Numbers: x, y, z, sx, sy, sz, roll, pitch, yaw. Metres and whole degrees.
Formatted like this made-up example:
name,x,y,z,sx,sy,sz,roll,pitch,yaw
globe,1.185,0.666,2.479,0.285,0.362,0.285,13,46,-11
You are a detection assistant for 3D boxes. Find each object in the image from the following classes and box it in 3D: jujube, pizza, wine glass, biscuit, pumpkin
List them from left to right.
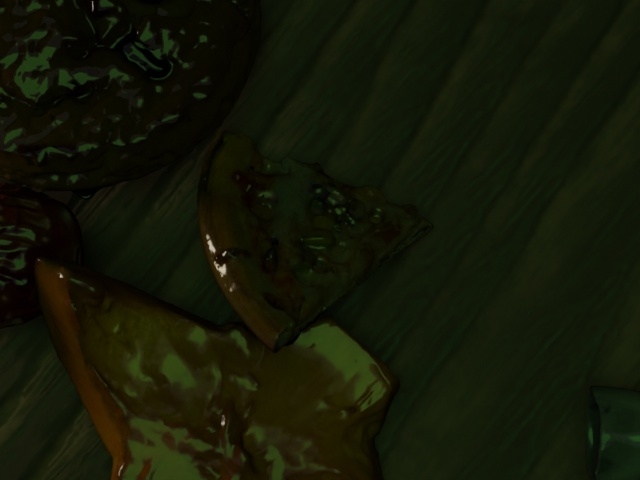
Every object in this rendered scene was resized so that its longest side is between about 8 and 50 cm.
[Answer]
name,x,y,z,sx,sy,sz,roll,pitch,yaw
jujube,-0.259,0.014,1.125,0.176,0.109,0.112,-9,108,-8
biscuit,-0.182,-0.178,1.132,0.296,0.075,0.296,1,75,-3
pumpkin,-0.063,0.151,1.104,0.258,0.095,0.290,-3,86,-10
pizza,0.000,0.000,1.116,0.176,0.036,0.184,3,53,-9
wine glass,0.267,0.140,1.107,0.155,0.073,0.073,1,85,-1
